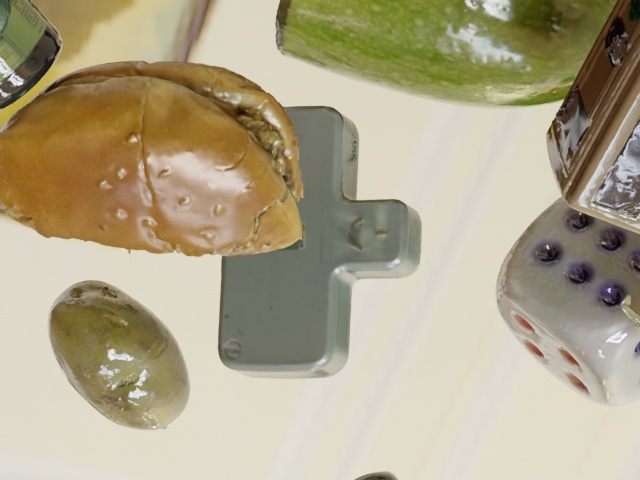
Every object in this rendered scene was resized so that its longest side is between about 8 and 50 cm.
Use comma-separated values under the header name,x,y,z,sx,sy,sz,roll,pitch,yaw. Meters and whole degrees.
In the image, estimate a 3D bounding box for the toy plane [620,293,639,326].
name,x,y,z,sx,sy,sz,roll,pitch,yaw
toy plane,0.413,0.147,1.793,0.092,0.244,0.229,-44,-129,-12

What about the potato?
name,x,y,z,sx,sy,sz,roll,pitch,yaw
potato,-0.268,0.165,2.321,0.159,0.251,0.174,-28,-156,6

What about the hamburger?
name,x,y,z,sx,sy,sz,roll,pitch,yaw
hamburger,-0.151,-0.074,1.432,0.157,0.283,0.144,94,1,-45

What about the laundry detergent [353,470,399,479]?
name,x,y,z,sx,sy,sz,roll,pitch,yaw
laundry detergent,0.040,0.318,1.945,0.144,0.078,0.222,-45,173,-32

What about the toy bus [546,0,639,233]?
name,x,y,z,sx,sy,sz,roll,pitch,yaw
toy bus,0.303,-0.147,1.379,0.139,0.157,0.289,-94,-156,-51

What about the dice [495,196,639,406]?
name,x,y,z,sx,sy,sz,roll,pitch,yaw
dice,0.332,0.066,1.989,0.194,0.192,0.193,-44,-124,-9

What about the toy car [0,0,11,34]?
name,x,y,z,sx,sy,sz,roll,pitch,yaw
toy car,-0.347,-0.134,1.219,0.320,0.141,0.097,-34,-104,37

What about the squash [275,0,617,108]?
name,x,y,z,sx,sy,sz,roll,pitch,yaw
squash,0.161,-0.239,1.704,0.310,0.309,0.310,-52,167,-17

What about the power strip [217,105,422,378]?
name,x,y,z,sx,sy,sz,roll,pitch,yaw
power strip,0.000,0.000,1.644,0.193,0.059,0.265,-2,-103,20

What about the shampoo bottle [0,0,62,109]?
name,x,y,z,sx,sy,sz,roll,pitch,yaw
shampoo bottle,-0.336,-0.231,1.377,0.101,0.284,0.101,-31,-152,19
